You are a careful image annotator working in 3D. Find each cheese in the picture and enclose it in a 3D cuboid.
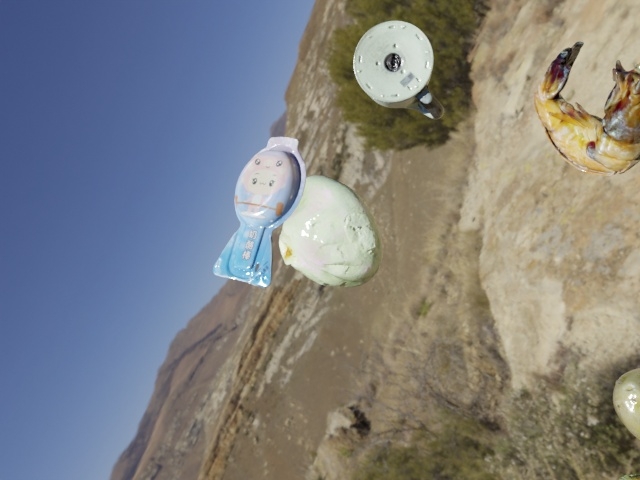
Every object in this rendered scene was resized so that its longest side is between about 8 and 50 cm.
[{"bbox_3d":[-0.092,-0.052,0.888,0.052,0.135,0.245,30,-106,-54],"label":"cheese"}]

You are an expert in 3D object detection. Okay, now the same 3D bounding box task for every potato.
[{"bbox_3d":[0.711,0.352,1.155,0.160,0.235,0.178,-69,19,8],"label":"potato"}]

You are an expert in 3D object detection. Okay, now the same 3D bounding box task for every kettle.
[{"bbox_3d":[0.187,-0.362,1.269,0.165,0.240,0.255,-44,-1,11],"label":"kettle"}]

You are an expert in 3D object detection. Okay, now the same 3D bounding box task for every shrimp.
[{"bbox_3d":[0.393,-0.203,0.787,0.075,0.178,0.289,-52,-24,-12],"label":"shrimp"}]

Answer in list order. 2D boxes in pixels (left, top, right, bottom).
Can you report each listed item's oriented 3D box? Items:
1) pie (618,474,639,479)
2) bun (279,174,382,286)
[{"bbox_3d":[0.557,0.428,0.881,0.187,0.187,0.041,-73,-23,-74],"label":"pie"},{"bbox_3d":[0.000,0.000,1.318,0.187,0.293,0.293,-34,-11,-27],"label":"bun"}]
